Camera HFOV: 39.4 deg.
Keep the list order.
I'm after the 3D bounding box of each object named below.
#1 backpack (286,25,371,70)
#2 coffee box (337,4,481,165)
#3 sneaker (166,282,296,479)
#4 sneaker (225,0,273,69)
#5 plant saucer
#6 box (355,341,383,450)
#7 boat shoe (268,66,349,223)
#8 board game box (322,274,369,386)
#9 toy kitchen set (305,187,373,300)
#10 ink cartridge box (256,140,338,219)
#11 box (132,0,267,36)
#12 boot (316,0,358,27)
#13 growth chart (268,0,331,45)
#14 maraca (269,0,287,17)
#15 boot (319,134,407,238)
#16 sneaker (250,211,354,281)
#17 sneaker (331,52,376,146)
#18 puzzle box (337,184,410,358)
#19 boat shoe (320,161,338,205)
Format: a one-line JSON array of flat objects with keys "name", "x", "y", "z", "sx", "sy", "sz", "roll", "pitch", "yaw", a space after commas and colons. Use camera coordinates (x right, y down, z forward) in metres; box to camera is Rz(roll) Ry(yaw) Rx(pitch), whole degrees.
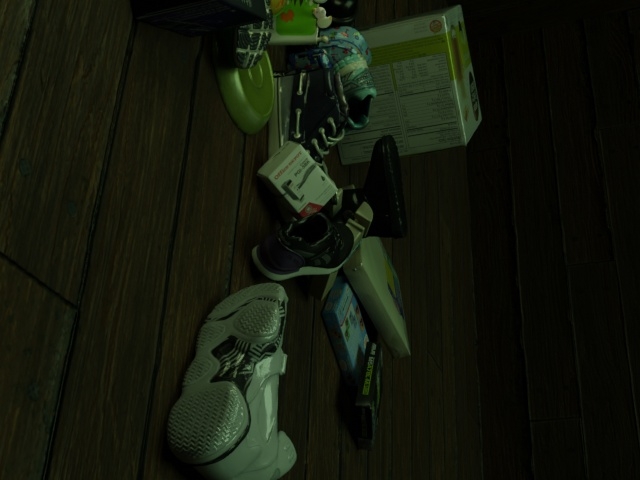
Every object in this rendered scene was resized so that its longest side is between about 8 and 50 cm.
[{"name": "backpack", "x": 0.026, "y": -0.409, "z": 2.062, "sx": 0.158, "sy": 0.173, "sz": 0.117, "roll": 63, "pitch": 27, "yaw": -45}, {"name": "coffee box", "x": 0.219, "y": -0.412, "z": 2.363, "sx": 0.337, "sy": 0.338, "sz": 0.334, "roll": -48, "pitch": 127, "yaw": -65}, {"name": "sneaker", "x": -0.118, "y": 0.249, "z": 1.443, "sx": 0.366, "sy": 0.137, "sz": 0.210, "roll": -69, "pitch": 147, "yaw": -45}, {"name": "sneaker", "x": -0.159, "y": -0.450, "z": 1.648, "sx": 0.107, "sy": 0.110, "sz": 0.275, "roll": -7, "pitch": 91, "yaw": -58}, {"name": "plant saucer", "x": -0.142, "y": -0.329, "z": 1.758, "sx": 0.241, "sy": 0.037, "sz": 0.241, "roll": -8, "pitch": 90, "yaw": -72}, {"name": "box", "x": 0.117, "y": 0.369, "z": 2.115, "sx": 0.191, "sy": 0.045, "sz": 0.184, "roll": 85, "pitch": 16, "yaw": -45}, {"name": "boat shoe", "x": -0.018, "y": -0.206, "z": 1.871, "sx": 0.127, "sy": 0.158, "sz": 0.341, "roll": 13, "pitch": 70, "yaw": -70}, {"name": "board game box", "x": 0.064, "y": 0.213, "z": 2.113, "sx": 0.160, "sy": 0.039, "sz": 0.212, "roll": -66, "pitch": 143, "yaw": -57}, {"name": "toy kitchen set", "x": -0.004, "y": -0.009, "z": 1.953, "sx": 0.207, "sy": 0.166, "sz": 0.122, "roll": -51, "pitch": 168, "yaw": -33}, {"name": "ink cartridge box", "x": -0.046, "y": -0.117, "z": 1.788, "sx": 0.099, "sy": 0.056, "sz": 0.135, "roll": -48, "pitch": 120, "yaw": -11}, {"name": "box", "x": -0.196, "y": -0.413, "z": 1.461, "sx": 0.207, "sy": 0.153, "sz": 0.108, "roll": -12, "pitch": 93, "yaw": -70}, {"name": "boot", "x": 0.037, "y": -0.706, "z": 2.098, "sx": 0.260, "sy": 0.131, "sz": 0.348, "roll": 119, "pitch": -36, "yaw": -63}, {"name": "growth chart", "x": -0.070, "y": -0.518, "z": 1.850, "sx": 0.021, "sy": 0.172, "sz": 0.237, "roll": -53, "pitch": 134, "yaw": -74}, {"name": "maraca", "x": -0.135, "y": -0.503, "z": 1.771, "sx": 0.185, "sy": 0.099, "sz": 0.127, "roll": -13, "pitch": 93, "yaw": -45}, {"name": "boot", "x": 0.083, "y": -0.110, "z": 2.041, "sx": 0.094, "sy": 0.207, "sz": 0.247, "roll": -47, "pitch": 131, "yaw": -66}, {"name": "sneaker", "x": 0.000, "y": 0.000, "z": 1.747, "sx": 0.107, "sy": 0.124, "sz": 0.283, "roll": 54, "pitch": 35, "yaw": 13}, {"name": "sneaker", "x": 0.048, "y": -0.283, "z": 2.007, "sx": 0.122, "sy": 0.110, "sz": 0.283, "roll": 62, "pitch": -26, "yaw": 22}, {"name": "puzzle box", "x": 0.136, "y": 0.088, "z": 2.287, "sx": 0.409, "sy": 0.052, "sz": 0.272, "roll": 61, "pitch": 18, "yaw": -45}, {"name": "boat shoe", "x": 0.005, "y": -0.123, "z": 1.927, "sx": 0.046, "sy": 0.038, "sz": 0.125, "roll": 104, "pitch": -31, "yaw": -53}]
